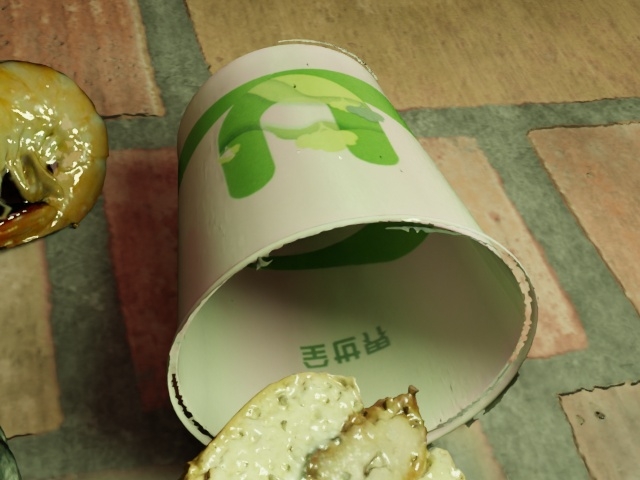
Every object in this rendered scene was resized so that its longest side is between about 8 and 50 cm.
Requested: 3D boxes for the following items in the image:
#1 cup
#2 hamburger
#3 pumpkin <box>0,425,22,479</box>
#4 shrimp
[{"bbox_3d":[0.000,0.000,0.745,0.253,0.253,0.274,-1,41,-15],"label":"cup"},{"bbox_3d":[-0.048,0.212,0.559,0.155,0.245,0.282,42,20,5],"label":"hamburger"},{"bbox_3d":[-0.298,0.146,0.497,0.296,0.295,0.295,7,47,-8],"label":"pumpkin"},{"bbox_3d":[-0.274,-0.037,0.819,0.152,0.063,0.287,34,56,-19],"label":"shrimp"}]
